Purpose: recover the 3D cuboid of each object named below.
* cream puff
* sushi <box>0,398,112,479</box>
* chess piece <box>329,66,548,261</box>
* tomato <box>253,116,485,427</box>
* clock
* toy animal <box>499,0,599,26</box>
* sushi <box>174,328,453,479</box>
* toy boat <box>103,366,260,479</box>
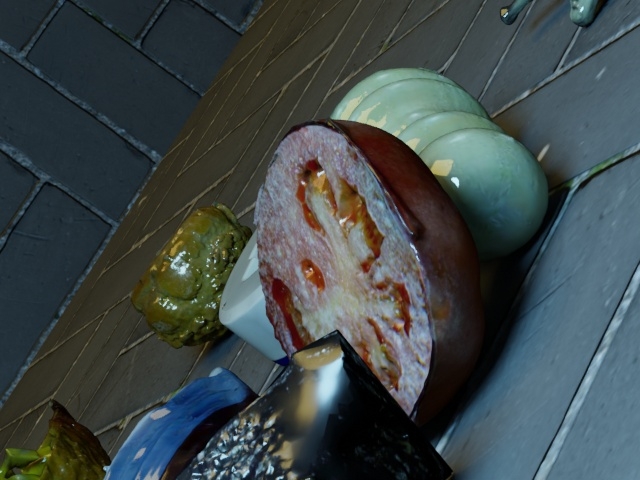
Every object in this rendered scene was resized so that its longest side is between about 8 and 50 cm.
[{"bbox_3d":[-0.124,0.044,1.924,0.150,0.115,0.165,-54,0,-34],"label":"cream puff"},{"bbox_3d":[-0.290,0.281,1.756,0.296,0.179,0.167,-59,7,-25],"label":"sushi"},{"bbox_3d":[0.091,-0.046,1.329,0.133,0.133,0.243,-53,18,4],"label":"chess piece"},{"bbox_3d":[0.042,0.022,1.206,0.085,0.225,0.225,-13,-8,-26],"label":"tomato"},{"bbox_3d":[0.000,0.000,1.647,0.230,0.083,0.230,-53,10,13],"label":"clock"},{"bbox_3d":[0.220,-0.261,1.544,0.176,0.073,0.217,-21,28,52],"label":"toy animal"},{"bbox_3d":[-0.015,0.184,1.029,0.172,0.153,0.150,-29,37,12],"label":"sushi"},{"bbox_3d":[-0.120,0.228,1.321,0.142,0.129,0.309,-12,50,53],"label":"toy boat"}]
